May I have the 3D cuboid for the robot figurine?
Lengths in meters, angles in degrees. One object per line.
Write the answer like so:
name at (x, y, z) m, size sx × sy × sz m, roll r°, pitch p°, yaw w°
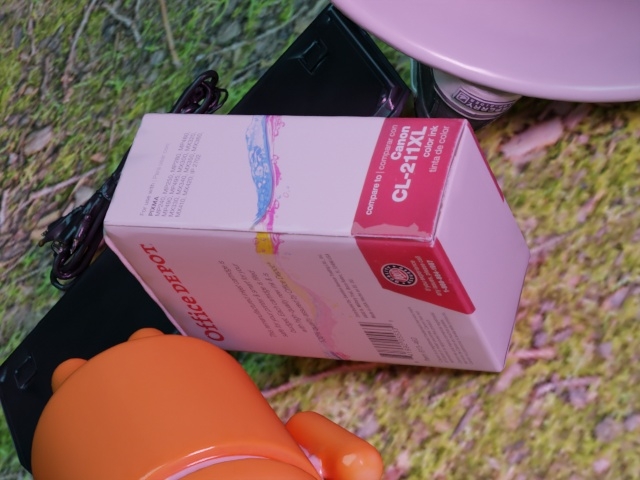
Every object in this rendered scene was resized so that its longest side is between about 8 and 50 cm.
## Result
robot figurine at (-0.064, 0.130, 0.921) m, size 0.128 × 0.158 × 0.219 m, roll -64°, pitch 35°, yaw 18°

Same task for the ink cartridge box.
ink cartridge box at (0.000, 0.000, 0.930) m, size 0.175 × 0.127 × 0.072 m, roll 3°, pitch 60°, yaw 24°

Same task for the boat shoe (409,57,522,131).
boat shoe at (0.084, -0.156, 1.055) m, size 0.070 × 0.077 × 0.219 m, roll 134°, pitch 152°, yaw -56°

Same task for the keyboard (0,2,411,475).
keyboard at (-0.083, -0.011, 1.114) m, size 0.317 × 0.033 × 0.201 m, roll -46°, pitch 36°, yaw 11°

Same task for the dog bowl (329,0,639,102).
dog bowl at (0.112, -0.183, 0.880) m, size 0.265 × 0.265 × 0.104 m, roll -10°, pitch 51°, yaw 38°
